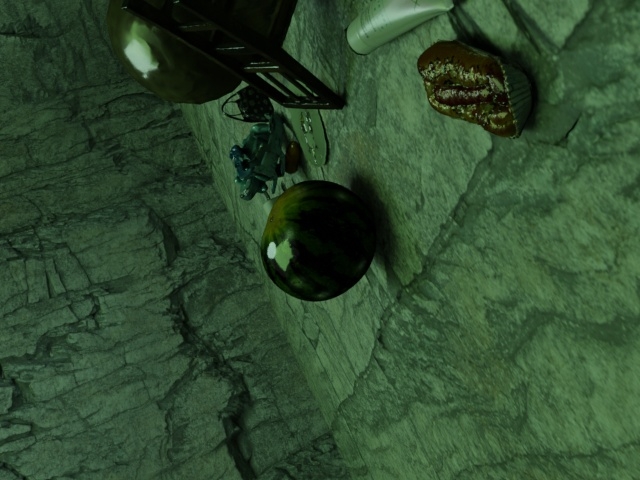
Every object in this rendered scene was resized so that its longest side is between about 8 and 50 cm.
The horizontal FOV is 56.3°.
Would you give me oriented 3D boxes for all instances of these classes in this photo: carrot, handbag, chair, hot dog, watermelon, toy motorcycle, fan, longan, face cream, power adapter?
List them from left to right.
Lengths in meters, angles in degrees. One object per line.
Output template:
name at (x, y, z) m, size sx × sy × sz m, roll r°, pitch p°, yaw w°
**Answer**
longan at (-0.335, -0.540, 1.502) m, size 0.391 × 0.391 × 0.391 m, roll 60°, pitch 164°, yaw 30°
handbag at (-0.222, -0.394, 1.755) m, size 0.115 × 0.139 × 0.072 m, roll 65°, pitch 157°, yaw 17°
toy motorcycle at (-0.170, -0.244, 1.692) m, size 0.206 × 0.154 × 0.260 m, roll -46°, pitch 34°, yaw 40°
chair at (-0.109, -0.437, 1.111) m, size 0.203 × 0.416 × 0.240 m, roll 13°, pitch 85°, yaw 41°
power adapter at (-0.104, -0.086, 1.800) m, size 0.125 × 0.130 × 0.204 m, roll 98°, pitch 148°, yaw -64°
carrot at (-0.078, -0.232, 1.656) m, size 0.048 × 0.048 × 0.139 m, roll 64°, pitch 165°, yaw 14°
fan at (-0.015, -0.214, 1.510) m, size 0.233 × 0.012 × 0.414 m, roll -139°, pitch 33°, yaw -63°
watermelon at (-0.003, -0.003, 1.297) m, size 0.269 × 0.269 × 0.269 m, roll 60°, pitch 164°, yaw 30°
face cream at (0.107, -0.320, 0.826) m, size 0.244 × 0.058 × 0.092 m, roll -6°, pitch 101°, yaw 69°
hot dog at (0.183, -0.188, 0.734) m, size 0.191 × 0.059 × 0.108 m, roll 42°, pitch 155°, yaw 56°

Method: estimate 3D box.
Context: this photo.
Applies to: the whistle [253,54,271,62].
whistle at (-0.191, -0.505, 1.656) m, size 0.220 × 0.057 × 0.107 m, roll 41°, pitch 136°, yaw 53°
